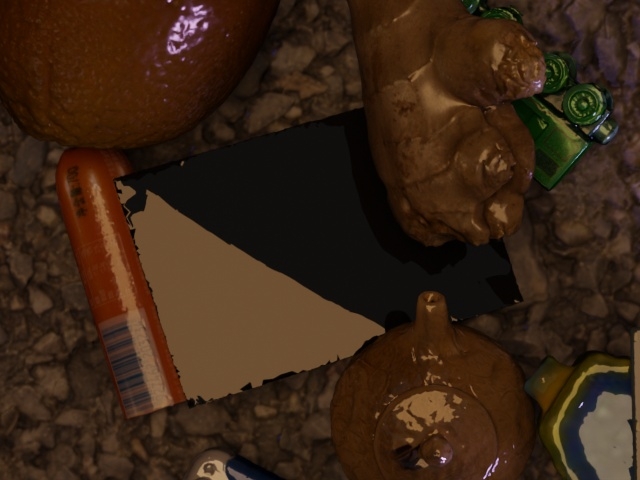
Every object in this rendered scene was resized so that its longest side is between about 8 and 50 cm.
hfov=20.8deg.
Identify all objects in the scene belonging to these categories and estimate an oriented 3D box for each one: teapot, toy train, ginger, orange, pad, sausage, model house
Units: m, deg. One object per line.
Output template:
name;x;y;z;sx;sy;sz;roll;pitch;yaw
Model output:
teapot;0.112;0.198;1.707;0.203;0.167;0.311;-2;102;2
toy train;0.187;-0.168;1.774;0.251;0.085;0.119;41;105;8
ginger;0.096;-0.175;1.674;0.166;0.236;0.375;-29;102;-15
orange;-0.195;-0.260;1.703;0.322;0.322;0.357;23;96;8
pad;0.000;0.000;1.784;0.367;0.007;0.248;-17;85;-7
sausage;-0.207;0.026;1.807;0.093;0.093;0.312;-19;85;6
model house;0.331;0.208;1.656;0.303;0.237;0.215;38;93;7

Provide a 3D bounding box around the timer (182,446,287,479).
timer;-0.101;0.355;1.786;0.178;0.078;0.253;26;91;7

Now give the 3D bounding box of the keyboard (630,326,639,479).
keyboard;0.304;0.164;1.541;0.055;0.014;0.176;-2;84;10
